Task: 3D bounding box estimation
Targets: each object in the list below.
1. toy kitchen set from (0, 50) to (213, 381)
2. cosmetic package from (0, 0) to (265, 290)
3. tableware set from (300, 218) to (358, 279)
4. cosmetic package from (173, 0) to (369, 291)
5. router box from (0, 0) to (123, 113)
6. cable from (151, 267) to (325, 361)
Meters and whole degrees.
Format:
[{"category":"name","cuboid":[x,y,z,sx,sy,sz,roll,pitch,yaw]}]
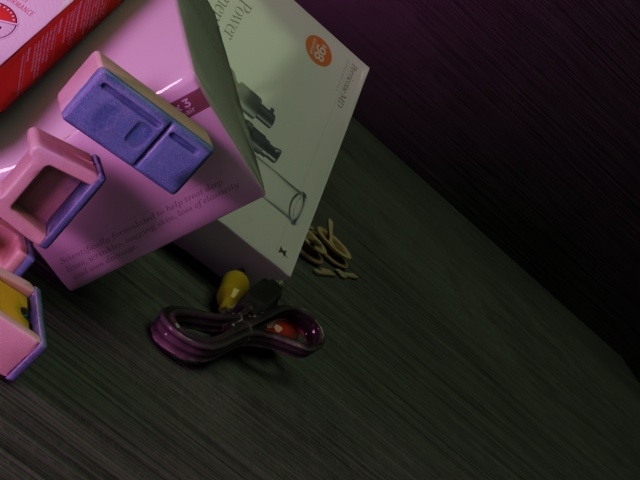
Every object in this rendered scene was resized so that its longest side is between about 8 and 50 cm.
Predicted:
[{"category":"toy kitchen set","cuboid":[-0.183,-0.009,0.946,0.122,0.207,0.166,35,15,-31]},{"category":"cosmetic package","cuboid":[-0.204,-0.155,1.200,0.385,0.217,0.156,-106,168,-50]},{"category":"tableware set","cuboid":[0.000,0.000,1.902,0.128,0.039,0.194,48,13,18]},{"category":"cosmetic package","cuboid":[-0.111,-0.162,1.503,0.284,0.097,0.377,40,49,-25]},{"category":"router box","cuboid":[-0.354,-0.280,1.067,0.335,0.301,0.082,36,-32,3]},{"category":"cable","cuboid":[-0.086,0.102,1.289,0.139,0.072,0.287,43,23,6]}]
